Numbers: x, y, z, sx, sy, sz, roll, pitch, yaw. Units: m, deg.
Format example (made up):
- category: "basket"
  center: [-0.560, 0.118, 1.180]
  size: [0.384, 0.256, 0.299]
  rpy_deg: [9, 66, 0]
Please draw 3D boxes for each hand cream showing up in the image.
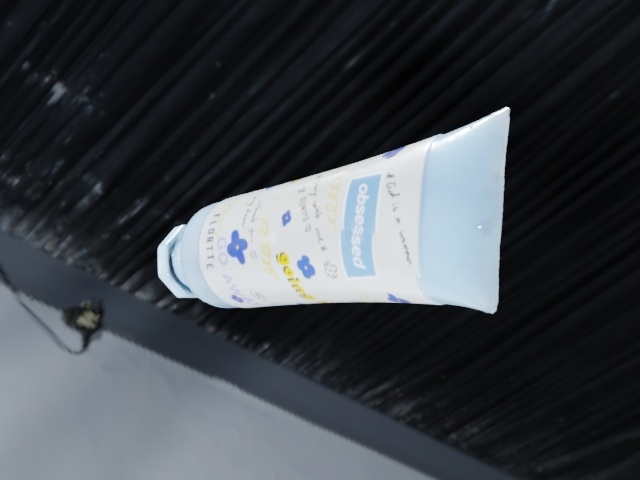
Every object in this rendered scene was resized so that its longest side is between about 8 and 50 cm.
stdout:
- category: "hand cream"
  center: [0.000, 0.000, 0.379]
  size: [0.043, 0.170, 0.065]
  rpy_deg: [15, 73, -40]
